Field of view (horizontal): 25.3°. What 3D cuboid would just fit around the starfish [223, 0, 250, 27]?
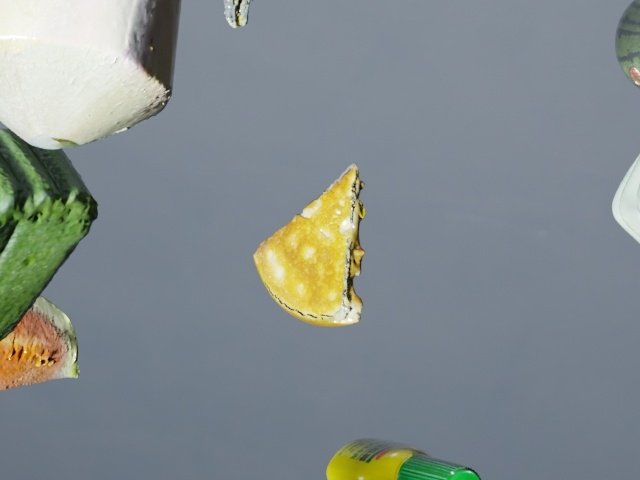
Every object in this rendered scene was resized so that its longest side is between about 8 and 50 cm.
[{"bbox_3d":[-0.086,-0.205,1.056,0.176,0.053,0.208,-22,167,-47],"label":"starfish"}]

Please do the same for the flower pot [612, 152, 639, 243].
[{"bbox_3d":[0.416,-0.086,1.386,0.164,0.254,0.367,43,-155,14],"label":"flower pot"}]

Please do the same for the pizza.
[{"bbox_3d":[0.000,0.000,1.525,0.036,0.176,0.185,23,174,-40],"label":"pizza"}]

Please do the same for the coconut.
[{"bbox_3d":[-0.131,-0.105,0.738,0.116,0.122,0.116,7,163,2],"label":"coconut"}]

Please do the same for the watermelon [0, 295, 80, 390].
[{"bbox_3d":[-0.367,0.111,1.584,0.063,0.119,0.245,-14,167,41],"label":"watermelon"}]

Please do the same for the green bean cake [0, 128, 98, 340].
[{"bbox_3d":[-0.350,0.011,1.312,0.222,0.125,0.248,-15,150,-50],"label":"green bean cake"}]

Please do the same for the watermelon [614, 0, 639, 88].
[{"bbox_3d":[0.320,-0.178,1.264,0.105,0.105,0.133,15,-177,-9],"label":"watermelon"}]

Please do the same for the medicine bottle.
[{"bbox_3d":[0.094,0.254,1.530,0.095,0.064,0.260,-12,-177,-23],"label":"medicine bottle"}]
